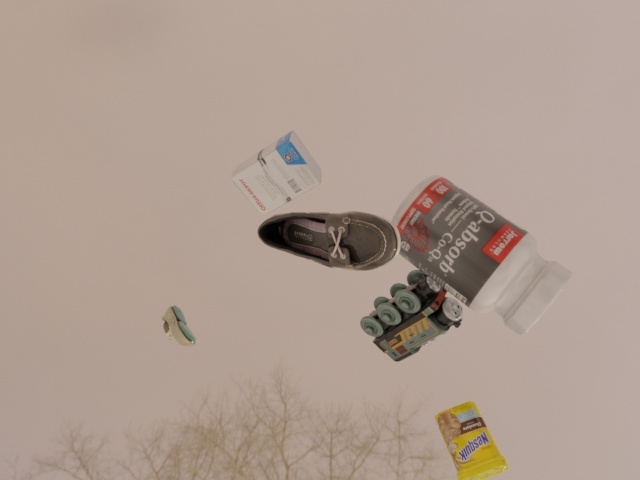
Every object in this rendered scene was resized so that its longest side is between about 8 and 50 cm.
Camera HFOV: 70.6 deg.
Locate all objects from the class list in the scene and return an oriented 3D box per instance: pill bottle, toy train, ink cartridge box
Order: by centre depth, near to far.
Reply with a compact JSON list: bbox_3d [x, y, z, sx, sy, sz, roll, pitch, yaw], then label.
[{"bbox_3d":[0.347,0.029,1.017,0.363,0.210,0.210,39,-71,23],"label":"pill bottle"},{"bbox_3d":[-0.113,-0.172,1.176,0.190,0.082,0.140,-26,-61,21],"label":"ink cartridge box"},{"bbox_3d":[0.258,0.224,1.312,0.190,0.142,0.334,43,-44,1],"label":"toy train"}]

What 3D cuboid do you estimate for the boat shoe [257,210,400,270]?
[{"bbox_3d":[0.000,0.000,0.856,0.095,0.335,0.112,-11,-78,-37],"label":"boat shoe"}]

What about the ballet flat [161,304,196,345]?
[{"bbox_3d":[-0.323,0.205,1.021,0.052,0.168,0.057,-45,-59,-8],"label":"ballet flat"}]

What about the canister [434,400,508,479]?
[{"bbox_3d":[0.382,0.518,1.164,0.126,0.170,0.073,-23,-44,4],"label":"canister"}]
